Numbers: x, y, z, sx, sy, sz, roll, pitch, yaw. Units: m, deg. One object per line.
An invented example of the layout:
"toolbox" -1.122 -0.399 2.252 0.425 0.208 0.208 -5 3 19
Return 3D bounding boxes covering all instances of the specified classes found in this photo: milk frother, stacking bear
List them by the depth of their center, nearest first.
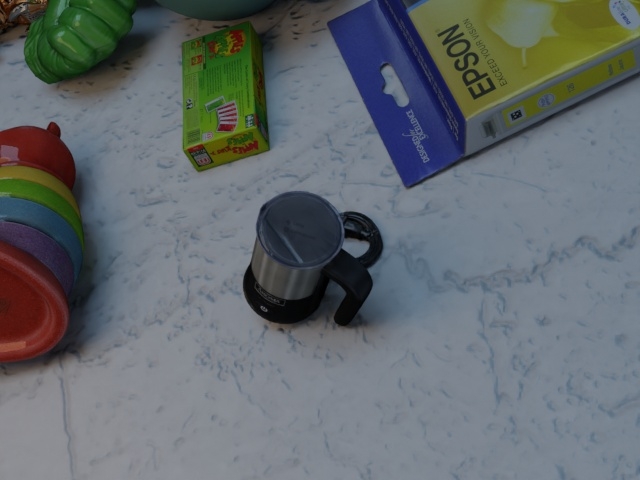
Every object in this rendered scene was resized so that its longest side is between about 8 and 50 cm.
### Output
"milk frother" 0.000 0.000 1.203 0.129 0.135 0.143 18 63 -2
"stacking bear" -0.343 -0.020 1.362 0.164 0.175 0.289 18 39 -17

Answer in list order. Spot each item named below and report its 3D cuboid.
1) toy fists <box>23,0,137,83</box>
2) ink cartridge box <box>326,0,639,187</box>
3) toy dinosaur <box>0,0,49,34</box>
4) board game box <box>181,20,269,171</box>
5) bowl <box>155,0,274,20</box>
"toy fists" -0.288 -0.330 1.582 0.142 0.096 0.279 -12 48 40
"ink cartridge box" 0.177 -0.241 1.353 0.307 0.072 0.304 -25 49 3
"toy dinosaur" -0.510 -0.360 1.705 0.322 0.164 0.218 6 73 3
"board game box" -0.115 -0.173 1.446 0.092 0.043 0.181 -16 51 12
"bowl" -0.132 -0.394 1.495 0.311 0.163 0.312 6 64 -13
